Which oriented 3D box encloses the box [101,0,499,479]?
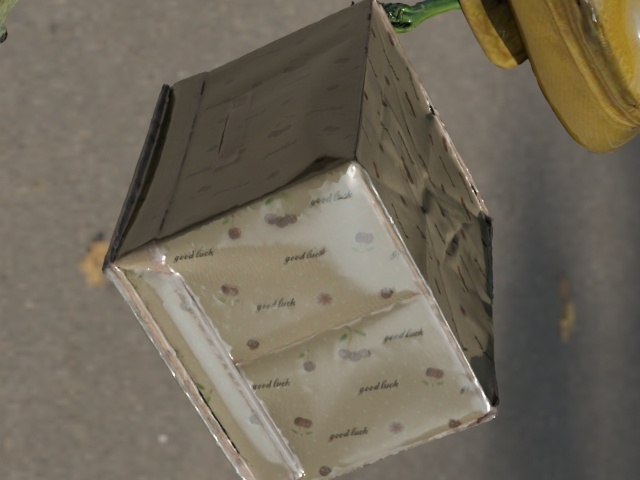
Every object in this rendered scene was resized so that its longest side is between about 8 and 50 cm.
[{"bbox_3d":[0.000,0.000,1.417,0.225,0.190,0.297,60,18,-24],"label":"box"}]

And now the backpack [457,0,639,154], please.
[{"bbox_3d":[0.160,-0.231,0.890,0.353,0.201,0.378,-58,139,-43],"label":"backpack"}]

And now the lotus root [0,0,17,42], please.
[{"bbox_3d":[-0.279,-0.291,1.343,0.267,0.260,0.149,-61,-176,-29],"label":"lotus root"}]

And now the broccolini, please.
[{"bbox_3d":[0.110,-0.238,2.066,0.239,0.051,0.054,-17,119,-40],"label":"broccolini"}]
